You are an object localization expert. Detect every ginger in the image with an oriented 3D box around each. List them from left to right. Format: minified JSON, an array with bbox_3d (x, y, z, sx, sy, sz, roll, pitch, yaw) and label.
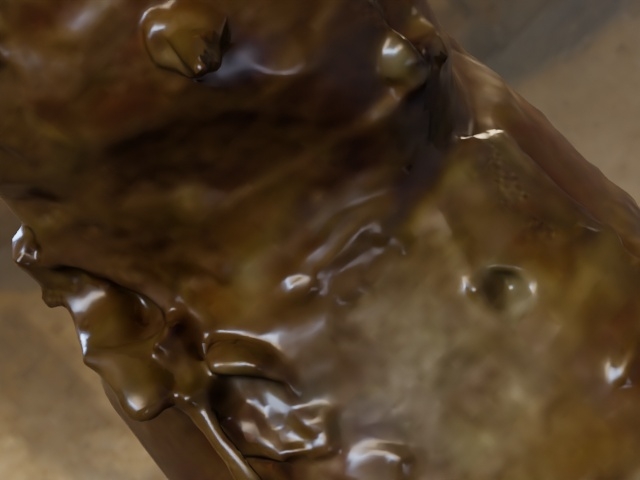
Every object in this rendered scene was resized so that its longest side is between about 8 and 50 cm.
[{"bbox_3d":[0.000,0.000,0.595,0.418,0.176,0.254,50,-178,3],"label":"ginger"}]
